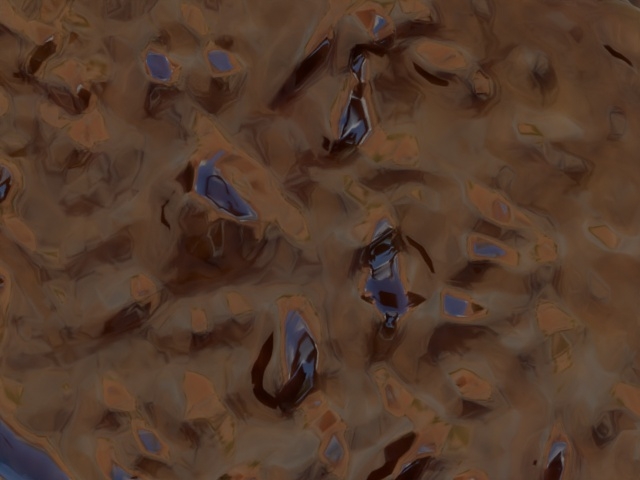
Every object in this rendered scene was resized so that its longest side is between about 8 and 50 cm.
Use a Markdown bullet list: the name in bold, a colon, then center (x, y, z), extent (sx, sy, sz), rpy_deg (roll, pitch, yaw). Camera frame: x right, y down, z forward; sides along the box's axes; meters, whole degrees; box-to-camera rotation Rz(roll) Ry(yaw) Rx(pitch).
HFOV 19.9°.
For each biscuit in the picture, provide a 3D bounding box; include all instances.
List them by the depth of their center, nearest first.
- **biscuit**: center (0.000, 0.000, 0.792), extent (0.395, 0.343, 0.166), rpy_deg (33, 175, 1)
